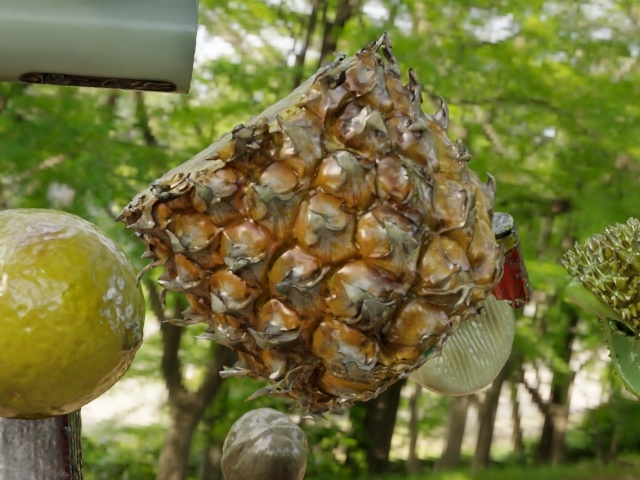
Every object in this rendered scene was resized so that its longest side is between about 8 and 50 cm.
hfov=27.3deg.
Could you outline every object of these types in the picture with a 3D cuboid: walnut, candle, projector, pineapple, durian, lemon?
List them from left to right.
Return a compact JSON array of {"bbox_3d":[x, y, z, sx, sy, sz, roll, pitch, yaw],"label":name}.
[{"bbox_3d":[-0.282,-0.197,1.203,0.337,0.108,0.108,3,3,-14],"label":"projector"},{"bbox_3d":[-0.333,0.082,1.499,0.267,0.267,0.267,10,1,0],"label":"lemon"},{"bbox_3d":[-0.087,0.336,2.043,0.140,0.140,0.162,10,-38,6],"label":"walnut"},{"bbox_3d":[0.003,-0.001,1.265,0.300,0.352,0.352,54,0,-1],"label":"pineapple"},{"bbox_3d":[0.226,0.031,1.606,0.052,0.131,0.052,-15,30,9],"label":"candle"},{"bbox_3d":[0.398,0.079,1.529,0.176,0.237,0.200,-32,-6,9],"label":"durian"}]

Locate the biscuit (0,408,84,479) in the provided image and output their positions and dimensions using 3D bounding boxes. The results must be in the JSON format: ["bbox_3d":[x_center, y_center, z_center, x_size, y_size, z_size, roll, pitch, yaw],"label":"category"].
[{"bbox_3d":[-0.370,0.285,1.727,0.107,0.388,0.073,-8,-23,2],"label":"biscuit"}]

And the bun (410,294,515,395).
[{"bbox_3d":[0.191,0.130,1.982,0.222,0.222,0.127,10,3,-44],"label":"bun"}]
